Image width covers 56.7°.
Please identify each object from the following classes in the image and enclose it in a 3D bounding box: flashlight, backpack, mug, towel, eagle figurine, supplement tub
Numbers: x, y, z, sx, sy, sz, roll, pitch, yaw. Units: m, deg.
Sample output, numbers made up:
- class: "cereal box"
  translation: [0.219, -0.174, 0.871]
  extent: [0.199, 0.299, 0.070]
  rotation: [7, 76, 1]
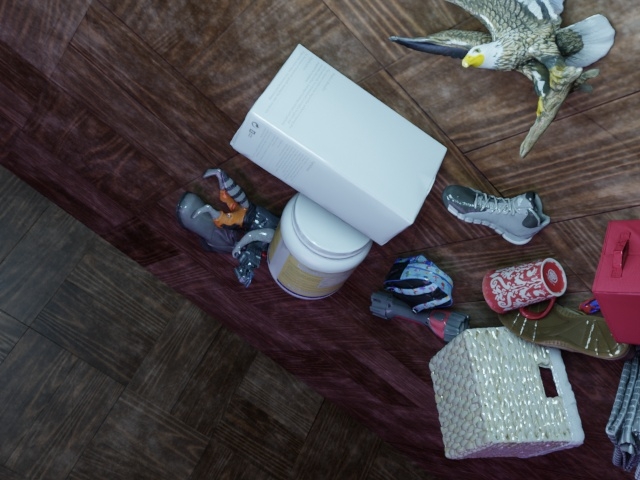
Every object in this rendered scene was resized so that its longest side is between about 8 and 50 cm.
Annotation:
- class: "flashlight"
  translation: [0.306, 0.239, 1.849]
  extent: [0.304, 0.103, 0.103]
  rotation: [13, -170, 34]
- class: "backpack"
  translation: [0.285, 0.117, 1.627]
  extent: [0.158, 0.116, 0.173]
  rotation: [40, 151, -21]
- class: "mug"
  translation: [0.507, 0.112, 1.437]
  extent: [0.150, 0.113, 0.169]
  rotation: [24, 152, -24]
- class: "towel"
  translation: [0.804, 0.429, 1.495]
  extent: [0.121, 0.283, 0.235]
  rotation: [13, 148, 30]
- class: "eagle figurine"
  translation: [0.264, -0.308, 0.891]
  extent: [0.226, 0.225, 0.298]
  rotation: [-48, 68, 23]
- class: "supplement tub"
  translation: [0.000, 0.000, 1.560]
  extent: [0.241, 0.241, 0.331]
  rotation: [29, 153, -1]

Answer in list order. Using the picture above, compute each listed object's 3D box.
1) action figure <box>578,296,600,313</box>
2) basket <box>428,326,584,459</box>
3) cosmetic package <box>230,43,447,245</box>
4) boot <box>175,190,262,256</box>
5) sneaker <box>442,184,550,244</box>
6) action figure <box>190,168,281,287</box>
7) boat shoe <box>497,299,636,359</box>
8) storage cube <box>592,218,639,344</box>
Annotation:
- class: "action figure"
  translation: [0.666, 0.156, 1.433]
  extent: [0.038, 0.030, 0.115]
  rotation: [38, 157, -6]
- class: "basket"
  translation: [0.498, 0.430, 1.654]
  extent: [0.267, 0.328, 0.331]
  rotation: [-1, 154, -12]
- class: "cosmetic package"
  translation: [0.043, -0.190, 1.223]
  extent: [0.385, 0.217, 0.156]
  rotation: [36, 152, -9]
- class: "boot"
  translation: [-0.316, -0.041, 1.952]
  extent: [0.223, 0.118, 0.338]
  rotation: [14, 160, 21]
- class: "sneaker"
  translation: [0.382, -0.081, 1.250]
  extent: [0.229, 0.086, 0.132]
  rotation: [23, 149, -12]
- class: "action figure"
  translation: [-0.206, -0.036, 1.717]
  extent: [0.330, 0.341, 0.178]
  rotation: [35, 114, -27]
- class: "boat shoe"
  translation: [0.612, 0.222, 1.489]
  extent: [0.342, 0.123, 0.123]
  rotation: [13, 169, 47]
- class: "storage cube"
  translation: [0.663, 0.082, 1.140]
  extent: [0.193, 0.183, 0.215]
  rotation: [-2, 139, 43]
